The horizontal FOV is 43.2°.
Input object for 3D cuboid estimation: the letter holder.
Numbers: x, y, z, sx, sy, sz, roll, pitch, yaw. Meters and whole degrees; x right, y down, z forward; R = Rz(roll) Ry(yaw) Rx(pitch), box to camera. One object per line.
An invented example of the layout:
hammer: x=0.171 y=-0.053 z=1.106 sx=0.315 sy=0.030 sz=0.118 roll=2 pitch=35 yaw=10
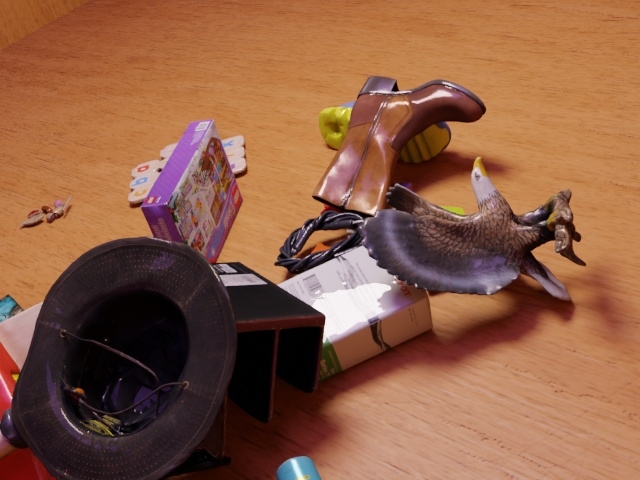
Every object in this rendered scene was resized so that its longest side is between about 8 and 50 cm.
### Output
letter holder: x=-0.137 y=0.172 z=1.213 sx=0.152 sy=0.214 sz=0.302 roll=-2 pitch=13 yaw=-29

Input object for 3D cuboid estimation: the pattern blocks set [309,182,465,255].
pattern blocks set: x=0.121 y=-0.002 z=1.448 sx=0.286 sy=0.026 sz=0.324 roll=-10 pitch=36 yaw=12

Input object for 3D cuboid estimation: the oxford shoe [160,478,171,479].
oxford shoe: x=-0.209 y=0.345 z=1.029 sx=0.348 sy=0.130 sz=0.123 roll=10 pitch=46 yaw=36

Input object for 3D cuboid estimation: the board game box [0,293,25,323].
board game box: x=-0.650 y=0.184 z=1.542 sx=0.186 sy=0.026 sz=0.126 roll=-37 pitch=38 yaw=-25

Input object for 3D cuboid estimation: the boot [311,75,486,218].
boot: x=0.145 y=-0.168 z=1.497 sx=0.264 sy=0.096 sz=0.280 roll=16 pitch=70 yaw=22

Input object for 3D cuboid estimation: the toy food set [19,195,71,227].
toy food set: x=-0.634 y=-0.064 z=1.885 sx=0.122 sy=0.019 sz=0.078 roll=-16 pitch=34 yaw=17

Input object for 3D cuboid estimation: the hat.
hat: x=-0.231 y=0.168 z=1.064 sx=0.331 sy=0.134 sz=0.331 roll=-7 pitch=67 yaw=17

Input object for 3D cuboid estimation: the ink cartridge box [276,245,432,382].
ink cartridge box: x=0.049 y=0.104 z=1.255 sx=0.208 sy=0.087 sz=0.153 roll=-24 pitch=47 yaw=-5

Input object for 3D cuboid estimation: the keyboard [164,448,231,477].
keyboard: x=-0.218 y=0.291 z=1.085 sx=0.100 sy=0.038 sz=0.192 roll=-3 pitch=-6 yaw=40

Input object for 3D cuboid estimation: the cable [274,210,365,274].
cable: x=0.000 y=0.000 z=1.435 sx=0.185 sy=0.047 sz=0.150 roll=-22 pitch=35 yaw=-4

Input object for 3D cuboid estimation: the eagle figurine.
eagle figurine: x=0.234 y=-0.013 z=1.230 sx=0.298 sy=0.226 sz=0.225 roll=-14 pitch=58 yaw=19

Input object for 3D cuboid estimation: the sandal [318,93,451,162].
sandal: x=0.146 y=-0.253 z=1.705 sx=0.317 sy=0.126 sz=0.138 roll=20 pitch=46 yaw=40

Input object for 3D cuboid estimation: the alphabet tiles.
alphabet tiles: x=-0.304 y=-0.162 z=1.865 sx=0.278 sy=0.021 sz=0.284 roll=-16 pitch=35 yaw=2

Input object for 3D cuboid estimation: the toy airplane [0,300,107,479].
toy airplane: x=-0.492 y=0.207 z=1.224 sx=0.386 sy=0.272 sz=0.384 roll=7 pitch=68 yaw=19

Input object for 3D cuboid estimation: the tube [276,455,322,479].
tube: x=-0.001 y=0.362 z=0.993 sx=0.080 sy=0.052 sz=0.207 roll=-31 pitch=41 yaw=1

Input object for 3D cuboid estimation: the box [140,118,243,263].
box: x=-0.238 y=-0.072 z=1.555 sx=0.057 sy=0.200 sz=0.293 roll=-5 pitch=36 yaw=17
